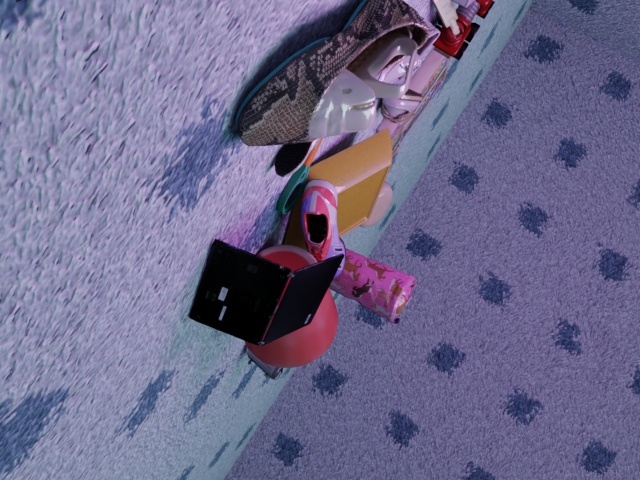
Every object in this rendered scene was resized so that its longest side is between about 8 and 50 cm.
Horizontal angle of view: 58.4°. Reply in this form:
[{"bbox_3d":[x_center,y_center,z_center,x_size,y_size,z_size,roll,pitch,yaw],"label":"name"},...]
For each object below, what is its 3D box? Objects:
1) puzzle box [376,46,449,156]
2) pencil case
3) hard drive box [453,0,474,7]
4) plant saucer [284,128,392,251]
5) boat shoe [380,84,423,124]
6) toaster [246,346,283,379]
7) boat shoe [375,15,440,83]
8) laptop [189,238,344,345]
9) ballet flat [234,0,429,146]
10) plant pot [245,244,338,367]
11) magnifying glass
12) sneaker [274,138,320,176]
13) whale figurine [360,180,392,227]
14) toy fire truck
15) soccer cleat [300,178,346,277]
[{"bbox_3d":[0.320,-0.472,1.978,0.409,0.052,0.272,-56,168,-9],"label":"puzzle box"},{"bbox_3d":[0.086,0.103,1.715,0.160,0.385,0.167,-46,154,-49],"label":"pencil case"},{"bbox_3d":[0.252,-0.583,1.046,0.089,0.181,0.232,-48,166,-45],"label":"hard drive box"},{"bbox_3d":[0.064,-0.111,1.583,0.332,0.081,0.333,-31,154,-34],"label":"plant saucer"},{"bbox_3d":[0.234,-0.391,1.671,0.104,0.113,0.302,-67,167,19],"label":"boat shoe"},{"bbox_3d":[-0.151,0.350,1.958,0.227,0.146,0.129,-53,169,-20],"label":"toaster"},{"bbox_3d":[0.213,-0.458,1.455,0.268,0.088,0.096,-53,168,-23],"label":"boat shoe"},{"bbox_3d":[-0.117,0.099,1.239,0.137,0.264,0.234,-73,-174,-55],"label":"laptop"},{"bbox_3d":[0.061,-0.294,1.012,0.483,0.182,0.164,-50,167,-34],"label":"ballet flat"},{"bbox_3d":[-0.089,0.155,1.480,0.275,0.274,0.243,-52,157,-27],"label":"plant pot"},{"bbox_3d":[-0.043,-0.159,1.343,0.092,0.026,0.231,-38,157,-59],"label":"magnifying glass"},{"bbox_3d":[-0.035,-0.194,1.195,0.161,0.057,0.075,-59,164,-5],"label":"sneaker"},{"bbox_3d":[0.114,-0.144,1.876,0.271,0.141,0.216,2,123,-49],"label":"whale figurine"},{"bbox_3d":[0.394,-0.656,1.622,0.217,0.158,0.246,-58,179,7],"label":"toy fire truck"},{"bbox_3d":[0.000,0.000,1.444,0.117,0.108,0.318,-73,163,-44],"label":"soccer cleat"}]
